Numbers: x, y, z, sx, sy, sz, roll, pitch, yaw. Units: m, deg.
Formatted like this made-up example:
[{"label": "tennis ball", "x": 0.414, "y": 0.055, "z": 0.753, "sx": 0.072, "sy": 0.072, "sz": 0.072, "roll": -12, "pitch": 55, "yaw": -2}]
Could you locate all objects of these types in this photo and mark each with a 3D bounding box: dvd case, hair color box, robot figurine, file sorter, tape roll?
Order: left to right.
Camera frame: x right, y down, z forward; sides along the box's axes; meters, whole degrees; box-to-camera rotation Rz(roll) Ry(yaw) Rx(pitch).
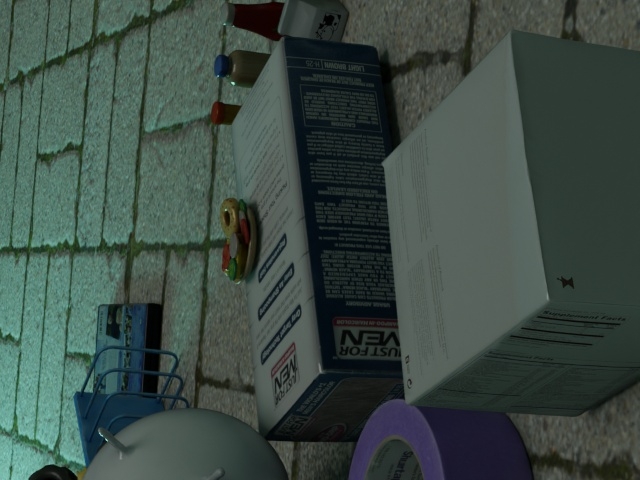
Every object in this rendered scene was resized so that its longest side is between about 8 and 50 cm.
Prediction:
[{"label": "dvd case", "x": -0.273, "y": 0.178, "z": 2.279, "sx": 0.253, "sy": 0.022, "sz": 0.180, "roll": 174, "pitch": 100, "yaw": -67}, {"label": "file sorter", "x": -0.226, "y": 0.226, "z": 2.032, "sx": 0.170, "sy": 0.118, "sz": 0.104, "roll": -110, "pitch": 36, "yaw": -45}, {"label": "robot figurine", "x": -0.113, "y": 0.292, "z": 1.532, "sx": 0.353, "sy": 0.300, "sz": 0.199, "roll": 78, "pitch": -158, "yaw": -49}, {"label": "hair color box", "x": 0.000, "y": 0.000, "z": 1.549, "sx": 0.174, "sy": 0.105, "sz": 0.347, "roll": 126, "pitch": 143, "yaw": -56}, {"label": "tape roll", "x": 0.092, "y": 0.223, "z": 1.315, "sx": 0.189, "sy": 0.080, "sz": 0.189, "roll": -176, "pitch": 90, "yaw": -67}]

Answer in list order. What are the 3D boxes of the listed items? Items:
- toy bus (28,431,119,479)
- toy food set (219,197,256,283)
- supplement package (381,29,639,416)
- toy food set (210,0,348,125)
[{"label": "toy bus", "x": -0.224, "y": 0.351, "z": 1.865, "sx": 0.149, "sy": 0.220, "sz": 0.211, "roll": 59, "pitch": -171, "yaw": -55}, {"label": "toy food set", "x": -0.081, "y": 0.000, "z": 1.587, "sx": 0.082, "sy": 0.020, "sz": 0.083, "roll": -160, "pitch": 74, "yaw": -70}, {"label": "supplement package", "x": 0.156, "y": -0.004, "z": 1.119, "sx": 0.203, "sy": 0.149, "sz": 0.194, "roll": 134, "pitch": 136, "yaw": -57}, {"label": "toy food set", "x": -0.047, "y": -0.227, "z": 1.715, "sx": 0.111, "sy": 0.105, "sz": 0.232, "roll": -119, "pitch": 40, "yaw": -54}]
